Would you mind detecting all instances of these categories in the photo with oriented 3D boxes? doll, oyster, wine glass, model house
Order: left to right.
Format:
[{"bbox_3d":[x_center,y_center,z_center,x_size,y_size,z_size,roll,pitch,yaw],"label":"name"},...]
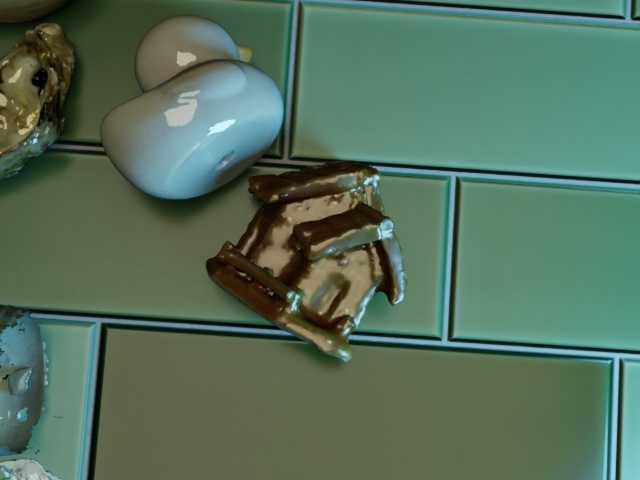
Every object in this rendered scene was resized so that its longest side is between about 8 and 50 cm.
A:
[{"bbox_3d":[-0.502,0.162,1.490,0.356,0.190,0.191,3,82,4],"label":"wine glass"},{"bbox_3d":[-0.426,-0.147,1.590,0.294,0.094,0.166,-31,65,5],"label":"oyster"},{"bbox_3d":[-0.169,-0.177,1.542,0.251,0.221,0.221,-31,83,-32],"label":"doll"},{"bbox_3d":[-0.001,0.002,1.521,0.219,0.199,0.229,30,86,-9],"label":"model house"}]

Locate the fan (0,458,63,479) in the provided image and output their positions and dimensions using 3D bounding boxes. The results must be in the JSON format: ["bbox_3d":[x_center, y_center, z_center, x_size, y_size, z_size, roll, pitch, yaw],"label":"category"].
[{"bbox_3d":[-0.373,0.338,1.553,0.240,0.009,0.131,12,84,0],"label":"fan"}]

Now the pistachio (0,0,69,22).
[{"bbox_3d":[-0.398,-0.349,1.589,0.215,0.144,0.144,-9,82,8],"label":"pistachio"}]
